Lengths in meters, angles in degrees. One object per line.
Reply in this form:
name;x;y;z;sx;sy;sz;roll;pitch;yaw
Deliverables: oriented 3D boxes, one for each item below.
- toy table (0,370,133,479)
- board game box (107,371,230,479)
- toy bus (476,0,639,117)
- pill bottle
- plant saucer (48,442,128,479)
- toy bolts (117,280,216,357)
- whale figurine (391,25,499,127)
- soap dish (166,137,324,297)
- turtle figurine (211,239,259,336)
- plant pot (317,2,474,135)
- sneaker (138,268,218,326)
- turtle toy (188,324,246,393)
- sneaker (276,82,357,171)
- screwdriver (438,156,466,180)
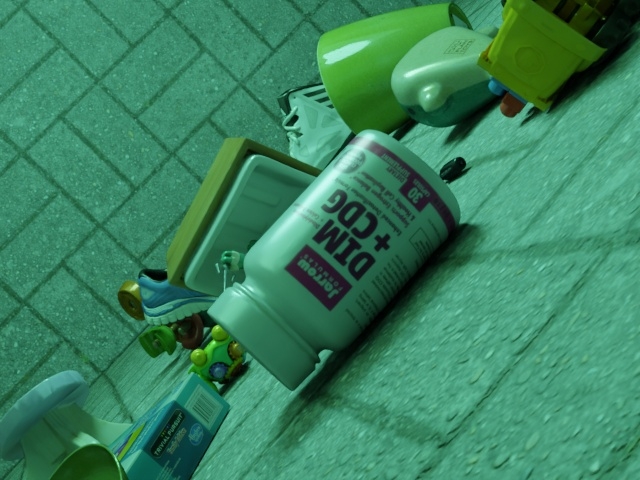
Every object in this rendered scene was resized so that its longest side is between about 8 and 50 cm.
toy table;-0.429;0.345;1.646;0.252;0.161;0.274;-36;-13;-21
board game box;-0.293;0.358;1.345;0.336;0.079;0.254;-42;9;28
toy bus;0.300;-0.266;1.275;0.220;0.149;0.211;-50;-8;-41
pill bottle;0.014;0.024;1.127;0.283;0.160;0.160;-48;8;-9
plant saucer;-0.279;0.355;1.123;0.241;0.037;0.241;-34;42;37
toy bolts;-0.323;0.147;2.252;0.228;0.218;0.158;-10;26;46
whale figurine;0.247;-0.262;1.615;0.272;0.141;0.216;4;46;48
soap dish;-0.132;-0.033;1.773;0.118;0.229;0.291;39;104;45
turtle figurine;-0.105;0.091;1.625;0.234;0.118;0.175;-70;-16;-68
plant pot;0.190;-0.400;2.168;0.293;0.275;0.275;-23;18;29
sneaker;-0.233;0.066;2.050;0.330;0.147;0.130;-18;14;6
turtle toy;-0.162;0.196;1.530;0.130;0.066;0.095;-50;-15;-14
sneaker;-0.061;-0.229;2.489;0.447;0.257;0.169;-47;8;-4
screwdriver;0.168;-0.082;1.426;0.024;0.025;0.170;-50;0;-25
